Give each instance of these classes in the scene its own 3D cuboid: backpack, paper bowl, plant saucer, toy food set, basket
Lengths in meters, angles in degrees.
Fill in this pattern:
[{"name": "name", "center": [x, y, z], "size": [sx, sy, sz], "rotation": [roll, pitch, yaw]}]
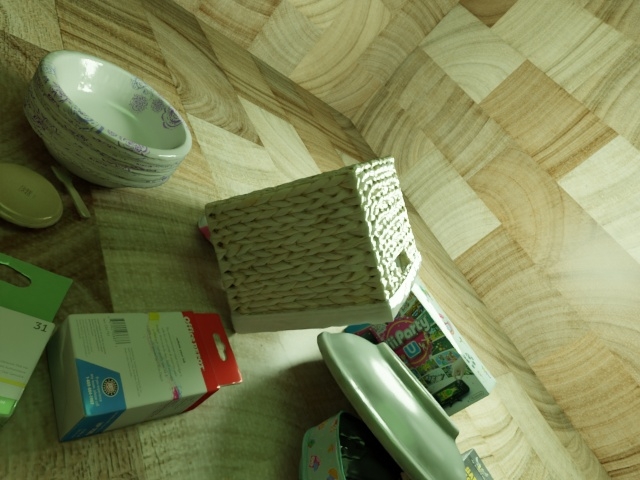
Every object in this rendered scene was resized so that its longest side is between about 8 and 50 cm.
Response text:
[{"name": "backpack", "center": [0.045, 0.373, 0.636], "size": [0.188, 0.145, 0.165], "rotation": [53, 19, -30]}, {"name": "paper bowl", "center": [-0.415, -0.218, 0.798], "size": [0.284, 0.148, 0.284], "rotation": [35, 27, -21]}, {"name": "plant saucer", "center": [0.157, 0.311, 0.784], "size": [0.400, 0.101, 0.400], "rotation": [49, -1, 1]}, {"name": "toy food set", "center": [-0.472, -0.070, 0.631], "size": [0.132, 0.039, 0.192], "rotation": [58, 19, 9]}, {"name": "basket", "center": [0.000, 0.000, 0.827], "size": [0.328, 0.332, 0.266], "rotation": [-33, 110, -64]}]

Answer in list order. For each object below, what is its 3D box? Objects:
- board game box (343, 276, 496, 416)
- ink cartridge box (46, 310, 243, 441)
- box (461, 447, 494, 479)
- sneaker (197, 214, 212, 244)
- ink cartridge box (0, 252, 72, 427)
[{"name": "board game box", "center": [0.234, 0.278, 0.994], "size": [0.098, 0.224, 0.303], "rotation": [-4, 55, -57]}, {"name": "ink cartridge box", "center": [-0.237, 0.176, 0.572], "size": [0.231, 0.078, 0.134], "rotation": [12, 42, -51]}, {"name": "box", "center": [0.365, 0.612, 0.897], "size": [0.183, 0.056, 0.231], "rotation": [7, 45, -53]}, {"name": "sneaker", "center": [-0.186, -0.055, 0.958], "size": [0.103, 0.111, 0.252], "rotation": [49, 25, 5]}, {"name": "ink cartridge box", "center": [-0.408, 0.084, 0.473], "size": [0.171, 0.056, 0.235], "rotation": [31, 31, -29]}]
